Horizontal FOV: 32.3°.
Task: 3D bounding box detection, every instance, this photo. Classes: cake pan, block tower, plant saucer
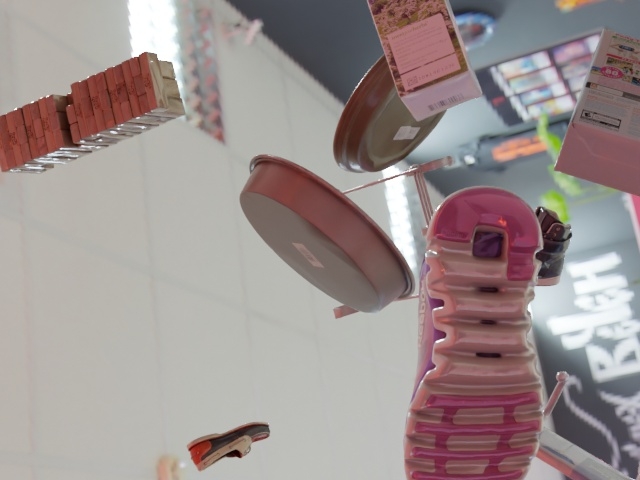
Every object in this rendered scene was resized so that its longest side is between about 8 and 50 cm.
[{"bbox_3d":[0.000,0.000,1.538,0.054,0.293,0.293,-50,-45,-16],"label":"cake pan"},{"bbox_3d":[-0.363,-0.190,1.711,0.097,0.336,0.090,-5,-101,-61],"label":"block tower"},{"bbox_3d":[0.130,-0.211,1.724,0.041,0.278,0.278,42,-171,22],"label":"plant saucer"}]

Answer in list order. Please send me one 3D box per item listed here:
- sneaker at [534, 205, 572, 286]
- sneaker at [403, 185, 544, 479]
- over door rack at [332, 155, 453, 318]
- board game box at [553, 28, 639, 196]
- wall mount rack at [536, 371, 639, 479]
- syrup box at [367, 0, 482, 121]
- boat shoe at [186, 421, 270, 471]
[{"bbox_3d":[0.386,0.015,2.141,0.086,0.226,0.163,53,141,45],"label":"sneaker"},{"bbox_3d":[0.108,0.081,0.808,0.104,0.095,0.236,157,119,-86],"label":"sneaker"},{"bbox_3d":[0.138,-0.005,1.973,0.108,0.324,0.239,-14,-91,-44],"label":"over door rack"},{"bbox_3d":[0.492,-0.183,1.642,0.303,0.224,0.097,-59,-16,-48],"label":"board game box"},{"bbox_3d":[0.398,0.299,1.652,0.304,0.350,0.130,0,-63,-63],"label":"wall mount rack"},{"bbox_3d":[0.120,-0.284,1.406,0.096,0.093,0.236,36,-144,-67],"label":"syrup box"},{"bbox_3d":[-0.126,0.294,1.582,0.137,0.049,0.043,-9,-121,-39],"label":"boat shoe"}]
